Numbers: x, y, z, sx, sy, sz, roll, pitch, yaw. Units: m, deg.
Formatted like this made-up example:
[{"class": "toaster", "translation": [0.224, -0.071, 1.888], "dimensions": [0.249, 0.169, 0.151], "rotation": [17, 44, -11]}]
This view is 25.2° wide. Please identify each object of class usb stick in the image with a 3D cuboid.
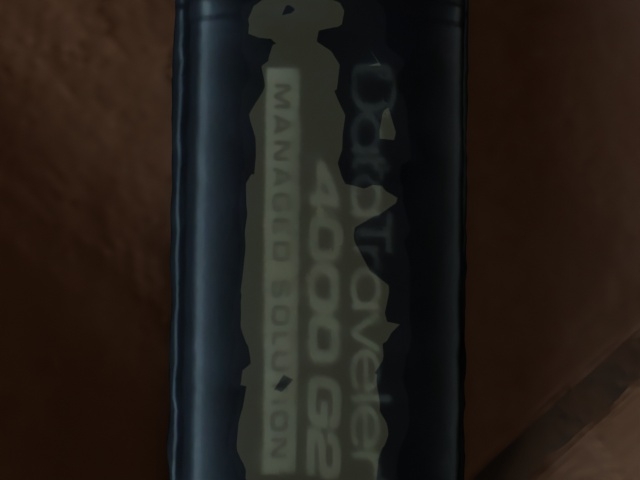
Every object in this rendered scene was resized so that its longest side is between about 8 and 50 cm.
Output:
[{"class": "usb stick", "translation": [0.000, 0.000, 0.362], "dimensions": [0.077, 0.045, 0.278], "rotation": [1, 87, -10]}]
